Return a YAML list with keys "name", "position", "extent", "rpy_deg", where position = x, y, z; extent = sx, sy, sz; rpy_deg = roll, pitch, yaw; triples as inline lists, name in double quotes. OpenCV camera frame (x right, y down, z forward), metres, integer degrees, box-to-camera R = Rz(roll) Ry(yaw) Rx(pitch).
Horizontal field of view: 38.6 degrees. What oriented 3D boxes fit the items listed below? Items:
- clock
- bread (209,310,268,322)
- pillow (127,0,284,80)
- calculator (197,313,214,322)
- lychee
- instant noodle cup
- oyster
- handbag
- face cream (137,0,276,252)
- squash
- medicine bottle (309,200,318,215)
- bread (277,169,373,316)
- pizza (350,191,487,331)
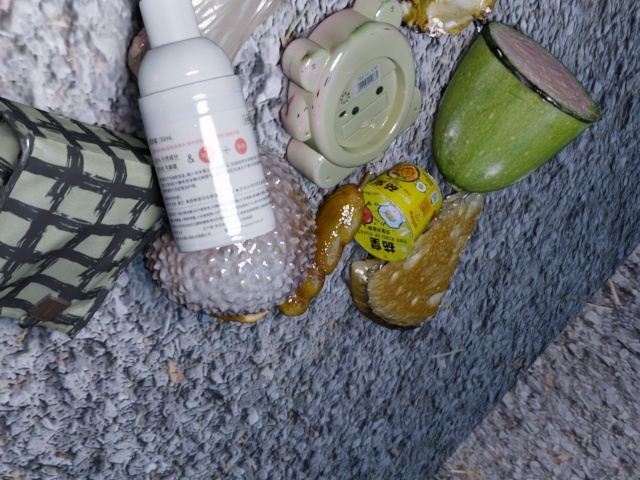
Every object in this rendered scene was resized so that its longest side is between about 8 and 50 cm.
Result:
- name: "clock"
  position: [0.053, -0.268, 1.617]
  extent: [0.284, 0.114, 0.310]
  rpy_deg: [-38, 144, -18]
- name: "bread"
  position: [-0.148, 0.093, 1.645]
  extent: [0.116, 0.200, 0.077]
  rpy_deg: [-29, 113, -37]
- name: "pillow"
  position: [-0.160, -0.311, 1.328]
  extent: [0.270, 0.067, 0.173]
  rpy_deg: [-48, 143, 3]
- name: "calculator"
  position: [-0.171, 0.119, 1.809]
  extent: [0.172, 0.018, 0.057]
  rpy_deg: [-19, 137, -42]
- name: "lychee"
  position: [-0.141, -0.013, 1.460]
  extent: [0.300, 0.300, 0.300]
  rpy_deg: [-33, 144, -28]
- name: "instant noodle cup"
  position: [0.159, -0.070, 1.902]
  extent: [0.144, 0.182, 0.182]
  rpy_deg: [-40, 148, -34]
- name: "oyster"
  position: [0.253, -0.530, 1.614]
  extent: [0.221, 0.096, 0.361]
  rpy_deg: [-7, 128, -43]
- name: "handbag"
  position: [-0.387, -0.016, 1.260]
  extent: [0.327, 0.162, 0.325]
  rpy_deg: [-57, 152, 12]
- name: "face cream"
  position: [-0.170, -0.179, 1.236]
  extent: [0.145, 0.145, 0.370]
  rpy_deg: [-19, 100, -41]
- name: "squash"
  position: [0.372, -0.246, 1.919]
  extent: [0.310, 0.310, 0.309]
  rpy_deg: [-6, 143, -49]
- name: "medicine bottle"
  position: [-0.042, -0.037, 1.786]
  extent: [0.047, 0.047, 0.083]
  rpy_deg: [2, 121, -53]
- name: "bread"
  position: [0.002, 0.000, 1.825]
  extent: [0.084, 0.124, 0.344]
  rpy_deg: [21, 109, -33]
- name: "pizza"
  position: [0.199, 0.072, 2.181]
  extent: [0.391, 0.080, 0.435]
  rpy_deg: [-14, 132, -45]
